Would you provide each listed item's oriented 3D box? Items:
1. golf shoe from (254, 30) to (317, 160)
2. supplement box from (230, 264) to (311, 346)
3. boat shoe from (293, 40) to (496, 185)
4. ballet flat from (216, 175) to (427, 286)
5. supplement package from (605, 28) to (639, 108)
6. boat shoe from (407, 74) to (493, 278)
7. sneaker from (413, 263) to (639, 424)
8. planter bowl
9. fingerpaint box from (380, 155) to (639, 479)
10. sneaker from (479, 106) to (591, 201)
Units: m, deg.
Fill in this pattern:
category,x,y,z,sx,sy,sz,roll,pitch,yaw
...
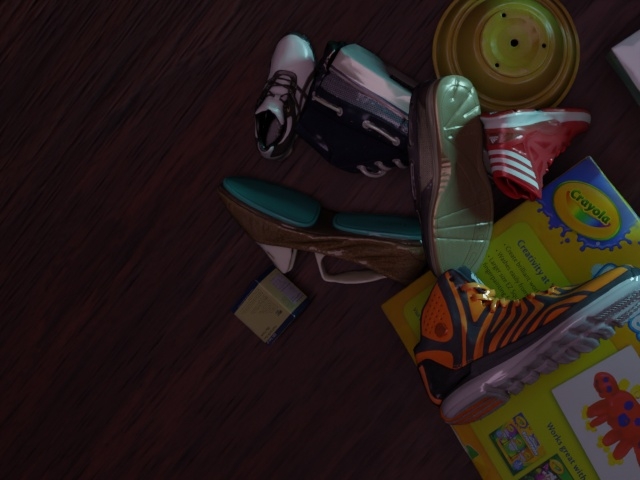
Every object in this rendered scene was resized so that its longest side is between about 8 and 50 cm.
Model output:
category,x,y,z,sx,sy,sz,roll,pitch,yaw
golf shoe,-0.054,-0.217,1.727,0.077,0.094,0.198,10,96,10
supplement box,-0.076,0.100,1.766,0.083,0.056,0.083,42,128,4
boat shoe,0.123,-0.145,1.702,0.340,0.127,0.158,35,113,7
ballet flat,0.000,0.000,1.744,0.342,0.116,0.124,13,117,5
supplement package,0.536,-0.239,1.591,0.203,0.149,0.194,-33,89,12
boat shoe,0.170,-0.084,1.585,0.103,0.092,0.285,-10,101,-27
sneaker,0.251,0.086,1.487,0.321,0.124,0.180,-34,60,14
planter bowl,0.272,-0.276,1.645,0.217,0.090,0.217,0,90,2
fingerpaint box,0.356,0.175,1.569,0.371,0.163,0.445,-37,59,11
sneaker,0.300,-0.120,1.601,0.087,0.221,0.128,4,98,49
